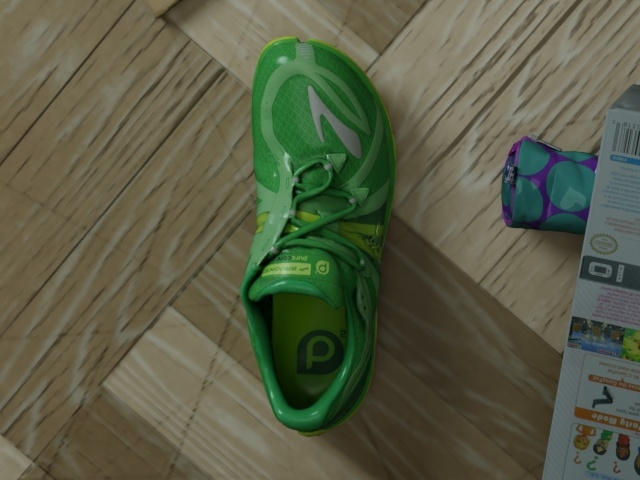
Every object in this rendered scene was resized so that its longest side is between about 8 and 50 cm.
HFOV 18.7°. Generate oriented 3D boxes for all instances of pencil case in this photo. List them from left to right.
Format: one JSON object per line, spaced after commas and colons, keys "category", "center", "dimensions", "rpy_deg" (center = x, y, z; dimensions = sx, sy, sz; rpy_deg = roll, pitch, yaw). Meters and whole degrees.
{"category": "pencil case", "center": [0.208, -0.038, 1.408], "dimensions": [0.152, 0.064, 0.070], "rpy_deg": [5, 96, 4]}

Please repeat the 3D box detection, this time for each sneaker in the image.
{"category": "sneaker", "center": [0.000, 0.000, 1.404], "dimensions": [0.109, 0.123, 0.295], "rpy_deg": [-2, 98, 6]}

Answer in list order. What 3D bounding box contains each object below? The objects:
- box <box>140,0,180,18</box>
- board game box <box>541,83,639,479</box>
{"category": "box", "center": [-0.095, -0.288, 1.419], "dimensions": [0.201, 0.021, 0.164], "rpy_deg": [-38, 94, 10]}
{"category": "board game box", "center": [0.286, 0.066, 1.330], "dimensions": [0.224, 0.097, 0.303], "rpy_deg": [13, 108, 14]}
